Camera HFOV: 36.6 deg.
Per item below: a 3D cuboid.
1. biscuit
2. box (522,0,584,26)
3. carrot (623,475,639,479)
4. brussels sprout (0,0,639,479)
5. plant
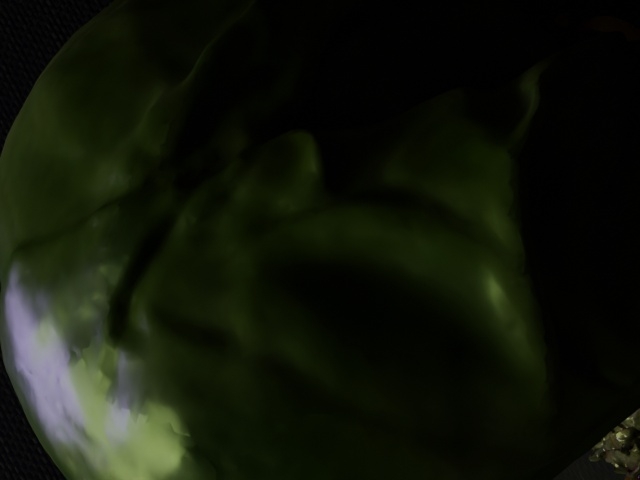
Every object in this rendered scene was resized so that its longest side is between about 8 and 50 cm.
[{"bbox_3d":[0.162,-0.101,0.534,0.078,0.015,0.091,35,176,-7],"label":"biscuit"},{"bbox_3d":[0.104,-0.212,0.529,0.177,0.036,0.115,61,175,-1],"label":"box"},{"bbox_3d":[0.314,0.243,0.909,0.072,0.072,0.205,60,-178,16],"label":"carrot"},{"bbox_3d":[-0.008,0.018,0.588,0.425,0.361,0.342,31,168,40],"label":"brussels sprout"},{"bbox_3d":[0.277,0.147,0.775,0.122,0.104,0.116,29,-152,14],"label":"plant"}]
